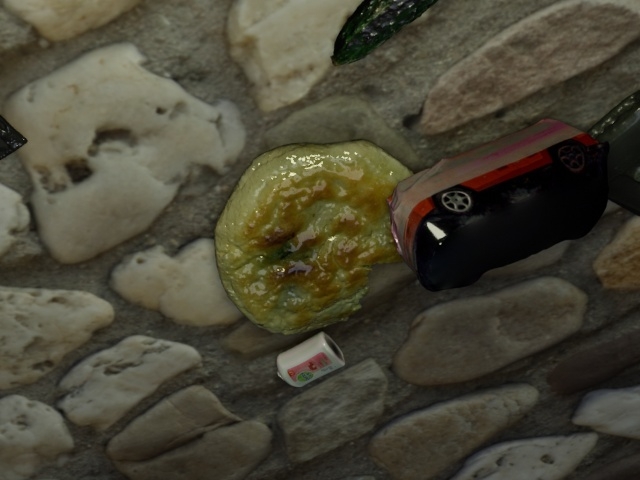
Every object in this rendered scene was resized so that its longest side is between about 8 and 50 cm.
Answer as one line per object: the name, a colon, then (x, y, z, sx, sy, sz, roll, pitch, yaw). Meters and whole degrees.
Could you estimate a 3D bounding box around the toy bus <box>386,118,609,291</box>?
toy bus: (0.229, -0.048, 1.529, 0.303, 0.147, 0.127, -22, 128, -18)

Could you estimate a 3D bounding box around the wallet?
wallet: (0.470, -0.106, 1.658, 0.245, 0.052, 0.168, 23, 126, -34)

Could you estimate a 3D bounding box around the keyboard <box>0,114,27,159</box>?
keyboard: (-0.456, -0.172, 1.380, 0.087, 0.017, 0.250, -30, 133, 12)

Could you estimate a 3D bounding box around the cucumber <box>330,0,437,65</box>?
cucumber: (0.117, -0.300, 1.372, 0.294, 0.067, 0.067, -35, 131, 21)

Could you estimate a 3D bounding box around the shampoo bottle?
shampoo bottle: (-0.021, 0.186, 1.809, 0.099, 0.043, 0.072, -28, 133, 12)

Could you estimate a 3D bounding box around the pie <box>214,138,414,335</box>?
pie: (0.000, 0.000, 1.616, 0.338, 0.075, 0.337, -8, 131, -9)
